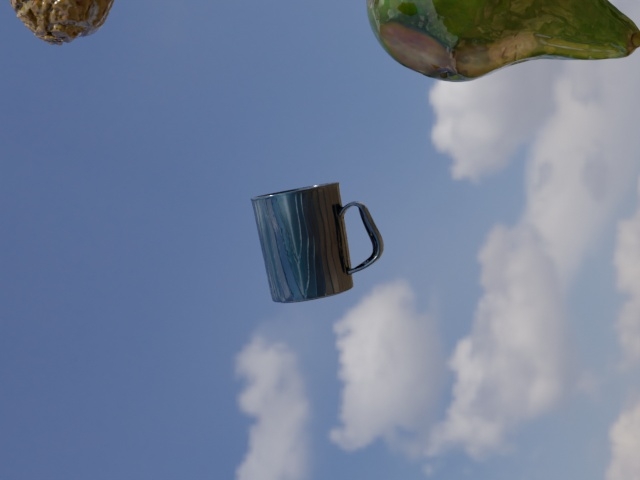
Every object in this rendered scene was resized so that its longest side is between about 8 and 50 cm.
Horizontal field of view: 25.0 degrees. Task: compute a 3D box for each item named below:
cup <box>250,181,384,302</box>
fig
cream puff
[{"bbox_3d":[-0.008,0.002,1.816,0.113,0.150,0.138,-14,-85,-46],"label":"cup"},{"bbox_3d":[0.190,-0.245,1.437,0.206,0.275,0.206,17,-90,-89],"label":"fig"},{"bbox_3d":[-0.292,-0.303,1.617,0.115,0.150,0.165,10,-87,-34],"label":"cream puff"}]
